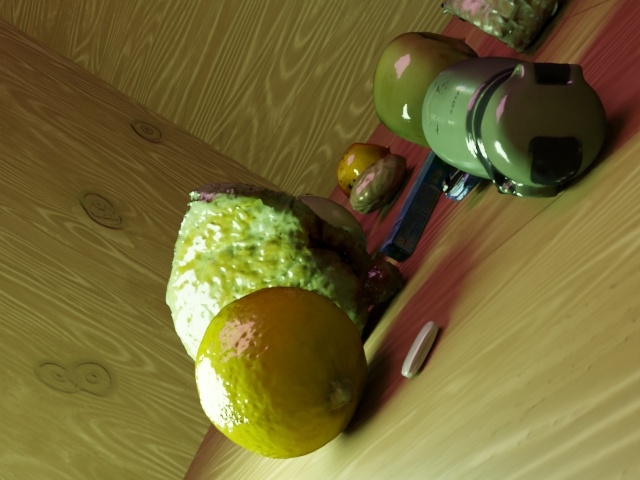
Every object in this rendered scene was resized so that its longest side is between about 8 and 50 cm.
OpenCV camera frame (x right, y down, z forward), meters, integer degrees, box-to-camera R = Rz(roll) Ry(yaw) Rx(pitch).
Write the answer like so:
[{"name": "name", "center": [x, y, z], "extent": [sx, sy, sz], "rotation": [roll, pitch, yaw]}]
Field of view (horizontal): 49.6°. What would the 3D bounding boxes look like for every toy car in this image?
[{"name": "toy car", "center": [0.264, -0.149, 1.172], "extent": [0.103, 0.063, 0.216], "rotation": [-53, 13, 52]}]

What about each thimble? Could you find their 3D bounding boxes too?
[{"name": "thimble", "center": [0.367, -0.478, 1.395], "extent": [0.148, 0.196, 0.229], "rotation": [-60, 34, 22]}]

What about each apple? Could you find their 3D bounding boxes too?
[{"name": "apple", "center": [0.235, -0.339, 1.539], "extent": [0.262, 0.262, 0.262], "rotation": [-58, 5, 8]}]

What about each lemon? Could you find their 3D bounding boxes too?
[{"name": "lemon", "center": [-0.061, 0.204, 1.097], "extent": [0.293, 0.293, 0.293], "rotation": [-58, 5, 8]}]

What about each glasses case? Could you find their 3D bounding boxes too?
[{"name": "glasses case", "center": [0.134, 0.146, 0.932], "extent": [0.083, 0.021, 0.032], "rotation": [-60, 8, -13]}]

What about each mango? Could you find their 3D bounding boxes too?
[{"name": "mango", "center": [0.144, -0.218, 2.184], "extent": [0.290, 0.159, 0.191], "rotation": [-43, -33, -71]}]

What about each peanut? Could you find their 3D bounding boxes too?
[{"name": "peanut", "center": [0.162, -0.160, 1.947], "extent": [0.197, 0.110, 0.233], "rotation": [-47, 6, 6]}]

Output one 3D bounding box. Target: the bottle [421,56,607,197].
[{"name": "bottle", "center": [0.240, -0.153, 0.894], "extent": [0.168, 0.168, 0.347], "rotation": [-58, 10, 10]}]

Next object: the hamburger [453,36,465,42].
[{"name": "hamburger", "center": [0.315, -0.420, 1.788], "extent": [0.237, 0.147, 0.237], "rotation": [-56, 3, 4]}]

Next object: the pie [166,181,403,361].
[{"name": "pie", "center": [-0.103, 0.094, 1.316], "extent": [0.395, 0.418, 0.180], "rotation": [-59, 10, 21]}]

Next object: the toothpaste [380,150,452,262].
[{"name": "toothpaste", "center": [0.204, -0.080, 1.412], "extent": [0.267, 0.050, 0.065], "rotation": [-61, 5, -24]}]

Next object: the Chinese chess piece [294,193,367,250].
[{"name": "Chinese chess piece", "center": [-0.051, 0.057, 1.652], "extent": [0.349, 0.146, 0.349], "rotation": [-31, -35, -25]}]
